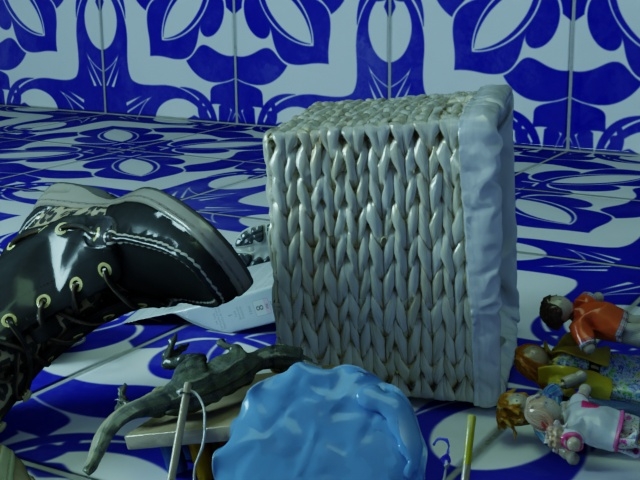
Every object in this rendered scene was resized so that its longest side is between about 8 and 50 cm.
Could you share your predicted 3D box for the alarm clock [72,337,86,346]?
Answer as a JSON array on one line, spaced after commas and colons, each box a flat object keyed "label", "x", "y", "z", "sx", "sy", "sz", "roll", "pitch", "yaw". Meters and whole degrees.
[{"label": "alarm clock", "x": -0.354, "y": 0.111, "z": 1.431, "sx": 0.129, "sy": 0.064, "sz": 0.192, "roll": -13, "pitch": 16, "yaw": -41}]

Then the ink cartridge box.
[{"label": "ink cartridge box", "x": -0.132, "y": 0.085, "z": 1.601, "sx": 0.232, "sy": 0.066, "sz": 0.189, "roll": -18, "pitch": 9, "yaw": 18}]

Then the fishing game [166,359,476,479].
[{"label": "fishing game", "x": -0.001, "y": 0.191, "z": 0.979, "sx": 0.264, "sy": 0.189, "sz": 0.041, "roll": 2, "pitch": -29, "yaw": 7}]

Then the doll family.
[{"label": "doll family", "x": 0.267, "y": 0.160, "z": 1.176, "sx": 0.163, "sy": 0.118, "sz": 0.263, "roll": 9, "pitch": 34, "yaw": 11}]

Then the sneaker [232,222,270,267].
[{"label": "sneaker", "x": 0.000, "y": 0.000, "z": 1.799, "sx": 0.275, "sy": 0.107, "sz": 0.110, "roll": 0, "pitch": 5, "yaw": 1}]

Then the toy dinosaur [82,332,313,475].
[{"label": "toy dinosaur", "x": -0.136, "y": 0.141, "z": 1.091, "sx": 0.268, "sy": 0.064, "sz": 0.118, "roll": -24, "pitch": 18, "yaw": -35}]

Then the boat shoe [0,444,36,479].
[{"label": "boat shoe", "x": -0.229, "y": 0.249, "z": 0.846, "sx": 0.089, "sy": 0.104, "sz": 0.285, "roll": 28, "pitch": 10, "yaw": -22}]

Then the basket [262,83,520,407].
[{"label": "basket", "x": 0.099, "y": -0.010, "z": 1.365, "sx": 0.266, "sy": 0.331, "sz": 0.328, "roll": 1, "pitch": 14, "yaw": 13}]

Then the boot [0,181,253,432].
[{"label": "boot", "x": -0.264, "y": 0.076, "z": 1.172, "sx": 0.377, "sy": 0.138, "sz": 0.284, "roll": 13, "pitch": 53, "yaw": 46}]

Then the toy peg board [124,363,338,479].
[{"label": "toy peg board", "x": -0.075, "y": 0.191, "z": 1.121, "sx": 0.161, "sy": 0.079, "sz": 0.161, "roll": -11, "pitch": 8, "yaw": 28}]
